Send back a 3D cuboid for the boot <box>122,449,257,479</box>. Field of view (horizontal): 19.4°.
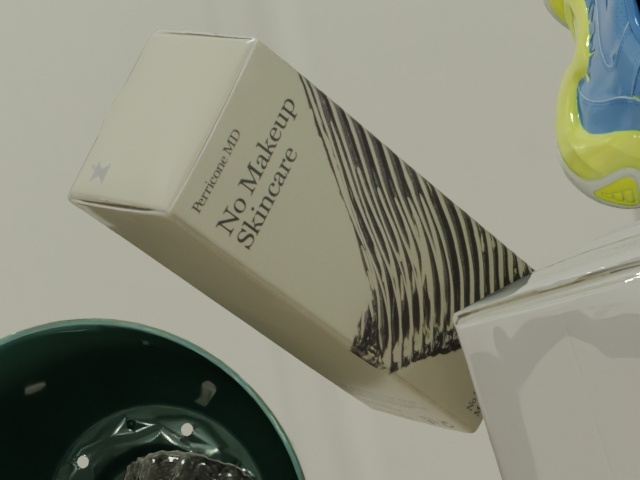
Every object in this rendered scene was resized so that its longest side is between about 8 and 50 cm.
[{"bbox_3d":[-0.104,0.202,0.922,0.131,0.348,0.260,19,57,20],"label":"boot"}]

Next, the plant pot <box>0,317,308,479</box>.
[{"bbox_3d":[-0.136,0.206,1.322,0.293,0.293,0.235,-9,-6,5],"label":"plant pot"}]

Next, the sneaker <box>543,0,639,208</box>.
[{"bbox_3d":[0.183,-0.136,1.023,0.091,0.126,0.240,12,51,-12],"label":"sneaker"}]

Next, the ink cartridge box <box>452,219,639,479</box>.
[{"bbox_3d":[0.210,0.102,1.053,0.129,0.223,0.307,-17,1,26],"label":"ink cartridge box"}]

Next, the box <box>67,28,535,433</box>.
[{"bbox_3d":[0.000,0.000,1.048,0.094,0.275,0.113,11,71,47],"label":"box"}]
